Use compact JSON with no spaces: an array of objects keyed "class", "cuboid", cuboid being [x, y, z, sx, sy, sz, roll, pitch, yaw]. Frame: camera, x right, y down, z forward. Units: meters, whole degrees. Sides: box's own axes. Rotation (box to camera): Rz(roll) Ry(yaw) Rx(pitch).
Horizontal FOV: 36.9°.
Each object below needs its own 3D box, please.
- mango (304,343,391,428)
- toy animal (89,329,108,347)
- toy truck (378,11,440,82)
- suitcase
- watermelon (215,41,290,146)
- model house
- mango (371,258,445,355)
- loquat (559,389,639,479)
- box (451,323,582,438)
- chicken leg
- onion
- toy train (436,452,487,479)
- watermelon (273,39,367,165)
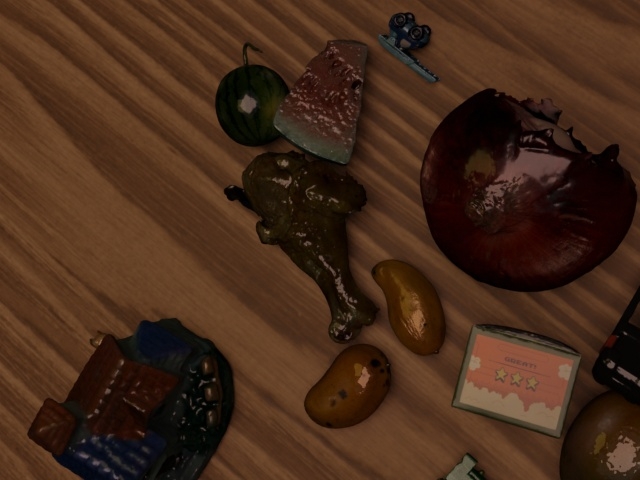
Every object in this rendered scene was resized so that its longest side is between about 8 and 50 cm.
[{"class":"mango","cuboid":[0.052,0.263,1.689,0.115,0.090,0.178,44,99,26]},{"class":"toy animal","cuboid":[-0.422,0.215,1.827,0.081,0.060,0.083,-21,89,10]},{"class":"toy truck","cuboid":[0.174,-0.351,1.730,0.136,0.063,0.074,40,115,12]},{"class":"suitcase","cuboid":[0.574,0.155,1.513,0.206,0.066,0.285,32,59,14]},{"class":"watermelon","cuboid":[-0.124,-0.266,1.754,0.140,0.140,0.187,-8,81,13]},{"class":"model house","cuboid":[-0.328,0.299,1.658,0.251,0.329,0.295,33,95,18]},{"class":"mango","cuboid":[0.161,0.115,1.685,0.098,0.075,0.190,-26,73,3]},{"class":"loquat","cuboid":[0.481,0.340,1.537,0.179,0.179,0.227,44,90,13]},{"class":"box","cuboid":[0.324,0.221,1.571,0.177,0.195,0.148,15,89,15]},{"class":"chicken leg","cuboid":[0.007,-0.014,1.707,0.211,0.140,0.361,-41,87,29]},{"class":"onion","cuboid":[0.319,-0.074,1.553,0.341,0.341,0.341,-1,85,14]},{"class":"toy train","cuboid":[0.278,0.454,1.630,0.178,0.071,0.104,40,84,15]},{"class":"watermelon","cuboid":[0.019,-0.263,1.730,0.154,0.094,0.241,25,82,-7]}]
